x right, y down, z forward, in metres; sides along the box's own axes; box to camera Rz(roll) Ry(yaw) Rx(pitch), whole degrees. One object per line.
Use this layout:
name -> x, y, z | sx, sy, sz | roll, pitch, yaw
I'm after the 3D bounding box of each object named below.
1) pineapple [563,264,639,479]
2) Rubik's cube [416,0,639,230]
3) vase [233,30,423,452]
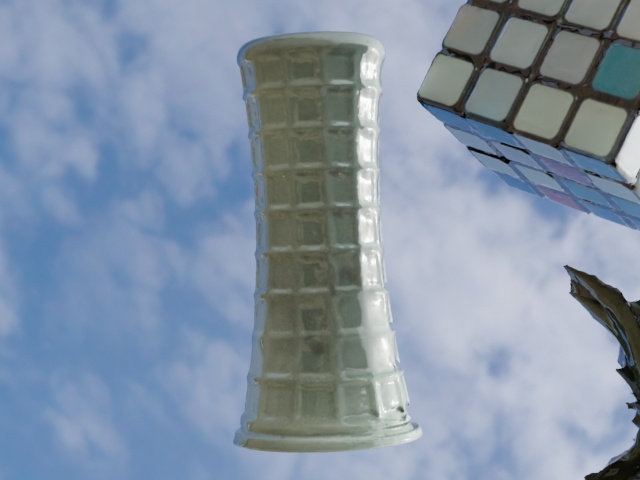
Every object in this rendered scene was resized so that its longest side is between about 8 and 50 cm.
pineapple -> 0.184, 0.123, 0.686 | 0.119, 0.277, 0.130 | 3, -35, 5
Rubik's cube -> 0.184, -0.108, 0.885 | 0.154, 0.155, 0.151 | 22, -5, 38
vase -> 0.000, 0.000, 1.009 | 0.143, 0.143, 0.298 | -3, -91, 38
